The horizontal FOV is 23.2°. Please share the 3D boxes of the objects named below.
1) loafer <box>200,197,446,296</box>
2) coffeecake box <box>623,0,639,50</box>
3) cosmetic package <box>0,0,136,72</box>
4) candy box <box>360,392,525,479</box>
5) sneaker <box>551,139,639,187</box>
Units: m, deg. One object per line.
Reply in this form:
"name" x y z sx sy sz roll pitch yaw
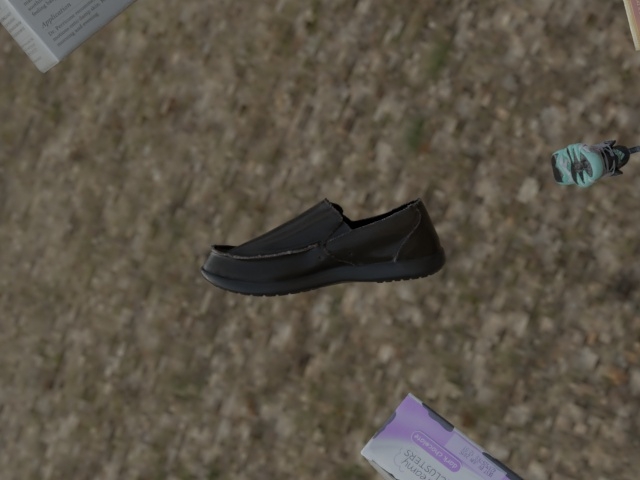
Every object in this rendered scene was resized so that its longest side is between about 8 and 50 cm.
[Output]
"loafer" 0.000 0.000 1.401 0.080 0.220 0.078 -108 12 -80
"coffeecake box" 0.333 -0.272 1.445 0.068 0.142 0.185 -7 18 32
"cosmetic package" -0.340 -0.387 1.705 0.197 0.365 0.155 -40 11 -12
"candy box" 0.132 0.227 1.360 0.165 0.196 0.070 37 82 20
"sneaker" 0.240 -0.069 1.314 0.098 0.069 0.038 -150 49 -80
